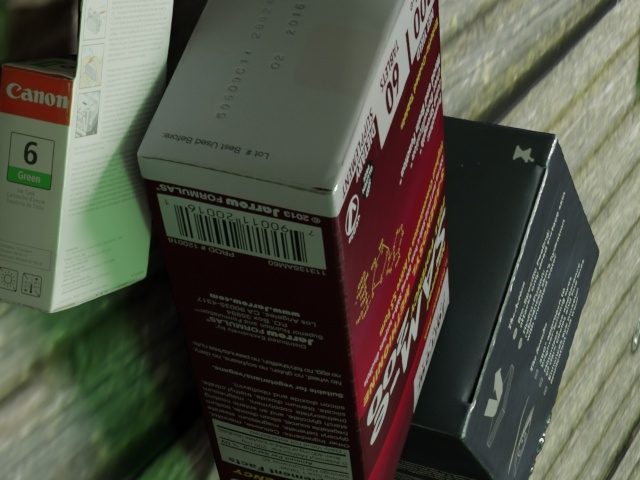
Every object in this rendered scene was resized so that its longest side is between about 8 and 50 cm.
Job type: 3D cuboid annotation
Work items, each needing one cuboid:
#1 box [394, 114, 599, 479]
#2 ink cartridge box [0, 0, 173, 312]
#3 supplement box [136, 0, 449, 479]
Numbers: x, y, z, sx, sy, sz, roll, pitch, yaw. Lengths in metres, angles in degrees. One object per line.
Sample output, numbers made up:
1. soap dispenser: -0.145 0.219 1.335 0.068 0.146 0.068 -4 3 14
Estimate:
1. box: 0.069 0.038 0.889 0.158 0.093 0.156 55 52 -63
2. ink cartridge box: -0.078 -0.039 0.573 0.063 0.029 0.115 -22 121 -65
3. supplement box: 0.000 0.000 0.686 0.239 0.073 0.130 83 23 -54
